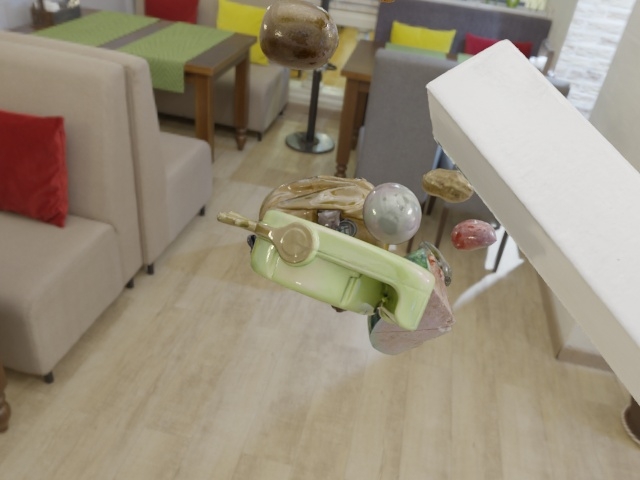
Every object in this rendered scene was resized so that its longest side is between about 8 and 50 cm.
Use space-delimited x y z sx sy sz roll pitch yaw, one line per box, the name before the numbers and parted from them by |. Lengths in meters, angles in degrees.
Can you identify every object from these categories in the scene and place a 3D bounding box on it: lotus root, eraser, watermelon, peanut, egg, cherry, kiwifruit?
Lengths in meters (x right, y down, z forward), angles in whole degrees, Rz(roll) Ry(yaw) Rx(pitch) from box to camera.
lotus root | 0.357 0.076 1.721 0.080 0.089 0.179 -35 49 9
eraser | 0.188 -0.016 0.399 0.078 0.076 0.298 -29 61 1
watermelon | 0.241 0.162 1.585 0.292 0.319 0.222 -26 51 26
peanut | 0.396 -0.170 1.704 0.095 0.108 0.226 -48 29 -9
egg | 0.126 -0.049 0.966 0.103 0.103 0.135 4 29 -6
cherry | 0.428 -0.017 1.520 0.126 0.087 0.106 -19 4 33
kiwifruit | -0.060 -0.598 1.591 0.233 0.196 0.196 10 32 -9

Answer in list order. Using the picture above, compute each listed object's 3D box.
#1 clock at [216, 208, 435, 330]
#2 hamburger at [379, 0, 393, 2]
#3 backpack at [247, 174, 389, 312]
clock | -0.002 0.029 0.788 0.307 0.096 0.235 22 1 -3
hamburger | 0.201 -0.699 1.374 0.237 0.149 0.237 -29 17 10
backpack | 0.001 -0.001 1.477 0.377 0.354 0.201 -5 21 13
